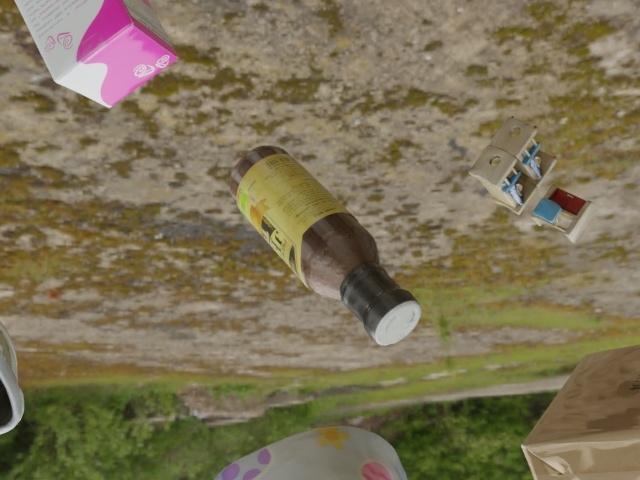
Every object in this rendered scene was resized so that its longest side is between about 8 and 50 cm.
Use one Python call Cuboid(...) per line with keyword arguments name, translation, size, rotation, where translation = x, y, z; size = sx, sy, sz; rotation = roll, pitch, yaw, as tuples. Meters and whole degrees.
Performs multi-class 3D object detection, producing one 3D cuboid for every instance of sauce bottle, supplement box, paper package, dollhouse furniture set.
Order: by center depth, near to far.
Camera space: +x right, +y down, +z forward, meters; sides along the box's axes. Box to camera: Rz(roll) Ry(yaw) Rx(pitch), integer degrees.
Cuboid(name="supplement box", translation=(-0.276, -0.282, 0.878), size=(0.111, 0.220, 0.114), rotation=(-31, 165, 11))
Cuboid(name="paper package", translation=(0.459, 0.248, 0.965), size=(0.309, 0.168, 0.325), rotation=(-19, -177, 36))
Cuboid(name="sauce bottle", translation=(0.000, 0.000, 0.998), size=(0.111, 0.344, 0.111), rotation=(-22, 135, -23))
Cuboid(name="dollhouse furniture set", translation=(0.391, -0.110, 1.349), size=(0.183, 0.129, 0.129), rotation=(34, 179, 40))

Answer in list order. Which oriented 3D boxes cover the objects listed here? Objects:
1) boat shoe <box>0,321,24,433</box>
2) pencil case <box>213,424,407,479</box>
Cuboid(name="boat shoe", translation=(-0.333, 0.021, 0.548), size=(0.103, 0.118, 0.320), rotation=(17, 144, 53))
Cuboid(name="pencil case", translation=(0.040, 0.196, 0.285), size=(0.124, 0.273, 0.113), rotation=(31, 103, -38))
